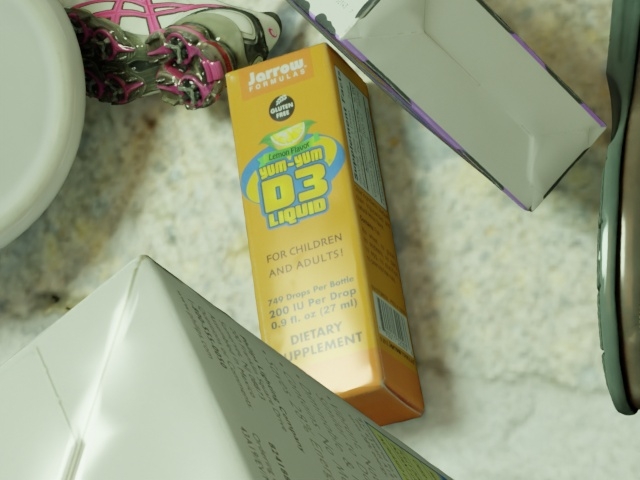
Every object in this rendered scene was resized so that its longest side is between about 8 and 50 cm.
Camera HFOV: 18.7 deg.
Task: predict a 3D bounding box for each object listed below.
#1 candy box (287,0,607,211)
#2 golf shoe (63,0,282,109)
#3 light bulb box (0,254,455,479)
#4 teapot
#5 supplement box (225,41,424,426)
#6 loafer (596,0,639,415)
[{"bbox_3d":[0.051,-0.121,1.122,0.070,0.165,0.196,-48,32,4],"label":"candy box"},{"bbox_3d":[-0.107,-0.132,1.310,0.186,0.067,0.086,13,37,40],"label":"golf shoe"},{"bbox_3d":[-0.007,0.260,0.912,0.225,0.361,0.358,-37,49,11],"label":"light bulb box"},{"bbox_3d":[-0.283,-0.093,1.300,0.256,0.252,0.187,-41,15,-11],"label":"teapot"},{"bbox_3d":[0.000,0.000,1.195,0.078,0.080,0.233,-18,64,18],"label":"supplement box"},{"bbox_3d":[0.205,-0.033,1.101,0.084,0.096,0.267,-2,69,19],"label":"loafer"}]
